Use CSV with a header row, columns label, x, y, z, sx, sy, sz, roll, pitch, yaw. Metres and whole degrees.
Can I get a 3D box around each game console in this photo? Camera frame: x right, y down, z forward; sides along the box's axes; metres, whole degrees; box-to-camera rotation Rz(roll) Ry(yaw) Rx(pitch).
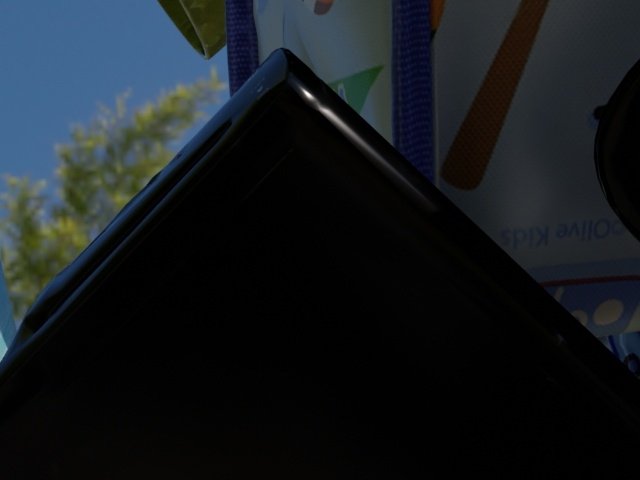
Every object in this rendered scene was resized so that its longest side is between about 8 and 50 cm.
label,x,y,z,sx,sy,sz,roll,pitch,yaw
game console,0.098,-0.011,0.396,0.213,0.044,0.361,41,-82,-17

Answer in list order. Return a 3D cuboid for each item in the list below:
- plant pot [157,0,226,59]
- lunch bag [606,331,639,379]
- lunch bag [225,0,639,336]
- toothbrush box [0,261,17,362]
label,x,y,z,sx,sy,sz,roll,pitch,yaw
plant pot,-0.077,-0.391,1.711,0.293,0.275,0.275,-34,-27,-5
lunch bag,0.378,0.106,1.731,0.138,0.293,0.221,-5,3,22
lunch bag,0.132,-0.182,0.547,0.328,0.385,0.239,-7,15,-18
toothbrush box,-0.347,0.140,1.256,0.216,0.295,0.126,-9,17,-2
